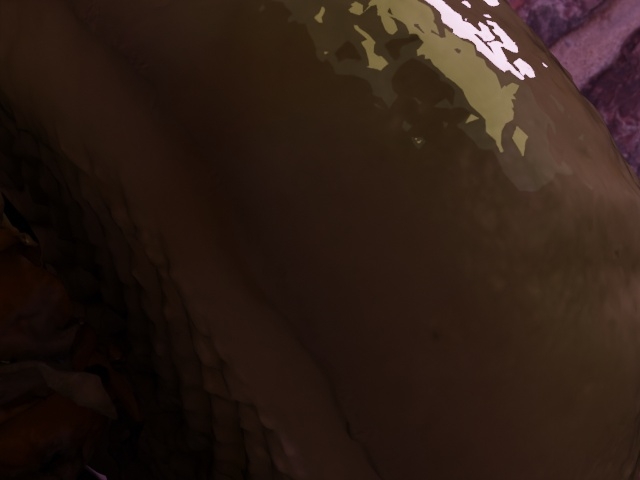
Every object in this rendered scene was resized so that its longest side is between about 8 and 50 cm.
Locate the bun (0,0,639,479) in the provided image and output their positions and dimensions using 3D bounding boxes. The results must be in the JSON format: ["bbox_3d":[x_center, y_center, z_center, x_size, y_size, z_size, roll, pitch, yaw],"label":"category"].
[{"bbox_3d":[0.004,0.001,0.677,0.364,0.202,0.364,51,-20,26],"label":"bun"}]

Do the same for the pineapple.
[{"bbox_3d":[-0.153,-0.002,0.550,0.186,0.114,0.236,43,-10,52],"label":"pineapple"}]
